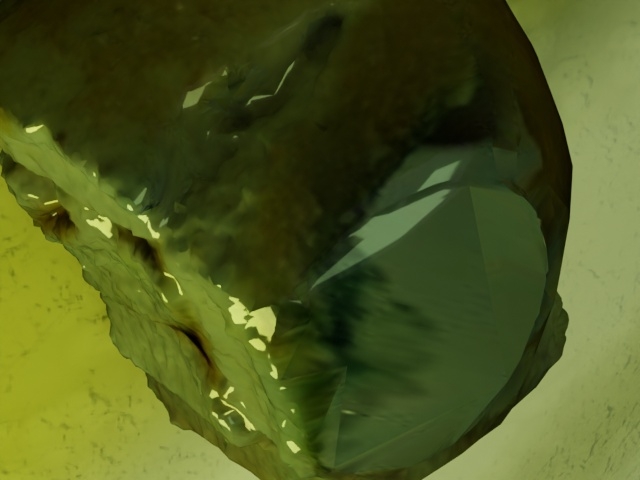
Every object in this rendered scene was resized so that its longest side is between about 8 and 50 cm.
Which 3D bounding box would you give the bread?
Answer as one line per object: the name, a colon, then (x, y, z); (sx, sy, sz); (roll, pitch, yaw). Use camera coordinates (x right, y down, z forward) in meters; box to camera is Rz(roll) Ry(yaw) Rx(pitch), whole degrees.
bread: (0.005, 0.007, 0.970); (0.239, 0.264, 0.395); (-38, 139, -14)
